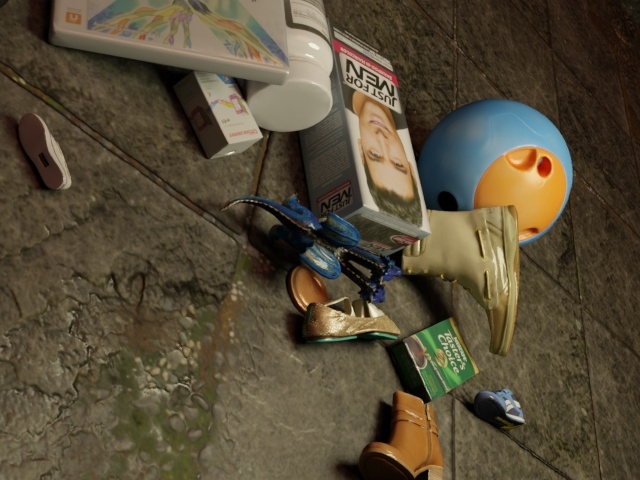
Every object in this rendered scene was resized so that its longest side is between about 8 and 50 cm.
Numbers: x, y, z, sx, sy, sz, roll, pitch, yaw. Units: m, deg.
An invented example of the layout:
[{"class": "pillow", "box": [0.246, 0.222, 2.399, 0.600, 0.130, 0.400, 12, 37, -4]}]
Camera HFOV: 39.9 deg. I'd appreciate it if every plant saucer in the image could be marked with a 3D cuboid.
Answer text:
[{"class": "plant saucer", "box": [-0.016, 0.076, 1.332, 0.083, 0.013, 0.083, 31, 45, -37]}]

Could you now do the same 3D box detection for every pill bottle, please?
[{"class": "pill bottle", "box": [-0.066, -0.327, 1.420, 0.161, 0.161, 0.283, 21, 52, -43]}]

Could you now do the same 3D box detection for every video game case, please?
[{"class": "video game case", "box": [-0.211, -0.373, 1.263, 0.329, 0.036, 0.300, 7, 59, -22]}]

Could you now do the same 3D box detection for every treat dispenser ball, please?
[{"class": "treat dispenser ball", "box": [0.327, -0.122, 1.665, 0.288, 0.288, 0.288, 31, 45, -36]}]

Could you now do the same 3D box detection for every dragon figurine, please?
[{"class": "dragon figurine", "box": [0.000, 0.000, 1.279, 0.289, 0.144, 0.085, 34, 87, -42]}]

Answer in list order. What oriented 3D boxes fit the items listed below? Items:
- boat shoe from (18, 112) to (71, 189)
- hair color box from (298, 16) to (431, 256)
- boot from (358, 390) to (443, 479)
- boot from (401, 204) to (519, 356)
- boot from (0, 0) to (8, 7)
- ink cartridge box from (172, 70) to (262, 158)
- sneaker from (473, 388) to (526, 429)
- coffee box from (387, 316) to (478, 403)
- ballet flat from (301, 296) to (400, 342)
[{"class": "boat shoe", "box": [-0.326, -0.105, 1.052, 0.100, 0.035, 0.035, 60, 7, 5]}, {"class": "hair color box", "box": [0.061, -0.176, 1.519, 0.185, 0.113, 0.374, 19, 53, -45]}, {"class": "boot", "box": [0.117, 0.291, 1.305, 0.197, 0.073, 0.152, 43, 38, -44]}, {"class": "boot", "box": [0.242, 0.069, 1.536, 0.095, 0.203, 0.262, -31, 120, -77]}, {"class": "boot", "box": [-0.408, -0.450, 0.980, 0.348, 0.260, 0.131, 39, 40, -29]}, {"class": "ink cartridge box", "box": [-0.151, -0.190, 1.311, 0.088, 0.052, 0.122, -23, 87, -56]}, {"class": "sneaker", "box": [0.314, 0.291, 1.571, 0.144, 0.053, 0.059, 38, 41, -43]}, {"class": "coffee box", "box": [0.193, 0.201, 1.486, 0.184, 0.040, 0.113, -11, 74, -55]}, {"class": "ballet flat", "box": [0.052, 0.119, 1.332, 0.206, 0.073, 0.067, 7, 78, -51]}]
